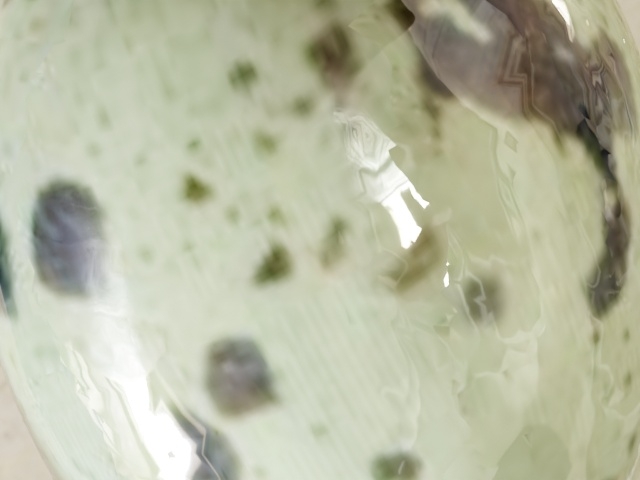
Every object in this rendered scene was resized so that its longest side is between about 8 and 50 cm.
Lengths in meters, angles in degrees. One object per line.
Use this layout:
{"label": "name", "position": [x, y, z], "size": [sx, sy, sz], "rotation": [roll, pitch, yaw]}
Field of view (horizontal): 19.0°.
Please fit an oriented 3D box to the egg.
{"label": "egg", "position": [0.000, 0.000, 0.785], "size": [0.287, 0.379, 0.287], "rotation": [-4, -176, 0]}
